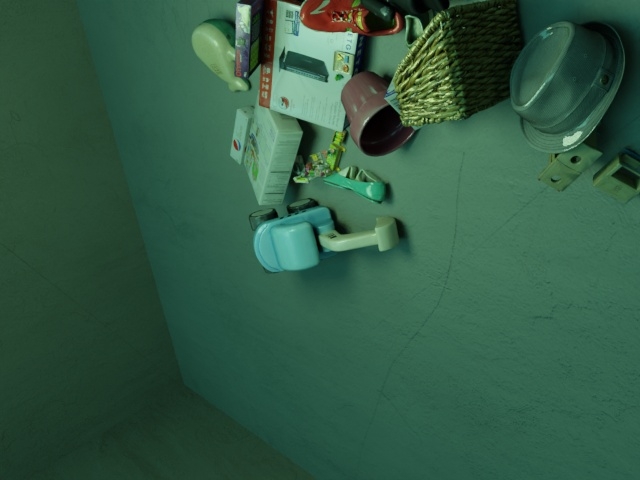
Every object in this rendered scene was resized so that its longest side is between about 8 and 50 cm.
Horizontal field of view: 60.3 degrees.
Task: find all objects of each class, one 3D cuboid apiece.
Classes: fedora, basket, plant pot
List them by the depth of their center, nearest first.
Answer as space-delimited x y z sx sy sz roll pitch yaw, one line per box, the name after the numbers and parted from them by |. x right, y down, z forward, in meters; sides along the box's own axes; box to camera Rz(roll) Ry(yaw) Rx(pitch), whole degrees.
0.474 -0.329 1.125 0.276 0.124 0.244 -65 27 16 | fedora
0.297 -0.402 1.244 0.213 0.299 0.223 5 117 50 | basket
0.152 -0.366 1.537 0.180 0.201 0.201 61 146 31 | plant pot

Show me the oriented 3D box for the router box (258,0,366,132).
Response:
-0.029 -0.530 1.648 0.300 0.082 0.336 21 129 16 | router box

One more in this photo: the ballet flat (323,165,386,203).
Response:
0.115 -0.192 1.773 0.247 0.083 0.087 25 105 39 | ballet flat

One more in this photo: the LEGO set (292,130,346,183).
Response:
-0.011 -0.262 1.840 0.287 0.107 0.132 -24 93 53 | LEGO set

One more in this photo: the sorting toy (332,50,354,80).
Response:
0.063 -0.488 1.559 0.061 0.012 0.083 18 128 18 | sorting toy

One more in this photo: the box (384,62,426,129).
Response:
0.246 -0.377 1.400 0.126 0.137 0.072 38 149 -25 | box

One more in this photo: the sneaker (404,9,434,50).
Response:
0.249 -0.496 1.415 0.064 0.086 0.192 16 123 43 | sneaker

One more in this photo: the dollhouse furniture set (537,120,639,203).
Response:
0.594 -0.169 1.207 0.183 0.129 0.129 28 139 -4 | dollhouse furniture set

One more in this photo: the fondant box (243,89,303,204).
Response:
-0.175 -0.323 1.942 0.330 0.096 0.238 112 145 -43 | fondant box

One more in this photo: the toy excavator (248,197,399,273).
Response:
0.000 0.000 1.859 0.445 0.432 0.223 -139 34 -70 | toy excavator

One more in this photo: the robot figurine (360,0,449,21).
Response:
0.206 -0.650 1.312 0.278 0.209 0.174 41 154 25 | robot figurine

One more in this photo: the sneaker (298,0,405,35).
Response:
0.085 -0.578 1.412 0.118 0.278 0.108 -106 18 -61 | sneaker

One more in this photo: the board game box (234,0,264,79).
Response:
-0.185 -0.645 1.656 0.056 0.347 0.208 15 127 2 | board game box

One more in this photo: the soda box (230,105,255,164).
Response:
-0.286 -0.401 2.106 0.069 0.073 0.216 43 138 24 | soda box

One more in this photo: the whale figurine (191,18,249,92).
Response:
-0.339 -0.671 1.993 0.216 0.141 0.272 8 141 47 | whale figurine
